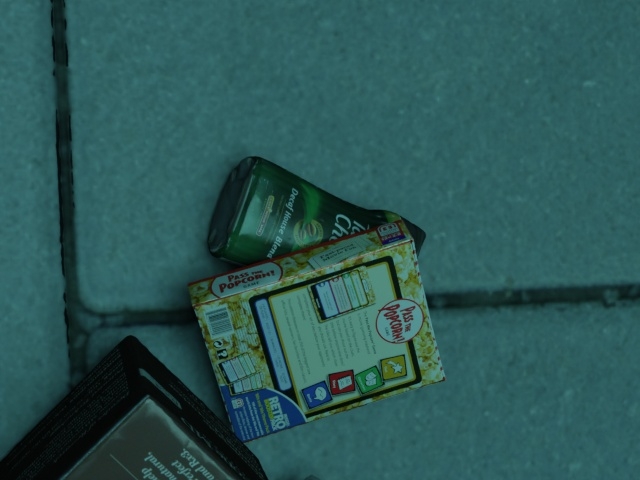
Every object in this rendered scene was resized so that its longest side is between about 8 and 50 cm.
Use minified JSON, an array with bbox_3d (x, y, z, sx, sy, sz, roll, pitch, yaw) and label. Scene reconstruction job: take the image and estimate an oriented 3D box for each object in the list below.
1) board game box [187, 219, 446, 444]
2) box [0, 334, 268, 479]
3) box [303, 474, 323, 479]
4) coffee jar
[{"bbox_3d":[-0.001,0.080,1.298,0.193,0.045,0.147,-16,117,-4],"label":"board game box"},{"bbox_3d":[-0.145,0.206,1.189,0.167,0.203,0.168,-44,105,-2],"label":"box"},{"bbox_3d":[0.010,0.322,1.297,0.114,0.103,0.203,-32,111,-20],"label":"box"},{"bbox_3d":[0.000,0.000,1.338,0.184,0.079,0.096,21,82,-20],"label":"coffee jar"}]
